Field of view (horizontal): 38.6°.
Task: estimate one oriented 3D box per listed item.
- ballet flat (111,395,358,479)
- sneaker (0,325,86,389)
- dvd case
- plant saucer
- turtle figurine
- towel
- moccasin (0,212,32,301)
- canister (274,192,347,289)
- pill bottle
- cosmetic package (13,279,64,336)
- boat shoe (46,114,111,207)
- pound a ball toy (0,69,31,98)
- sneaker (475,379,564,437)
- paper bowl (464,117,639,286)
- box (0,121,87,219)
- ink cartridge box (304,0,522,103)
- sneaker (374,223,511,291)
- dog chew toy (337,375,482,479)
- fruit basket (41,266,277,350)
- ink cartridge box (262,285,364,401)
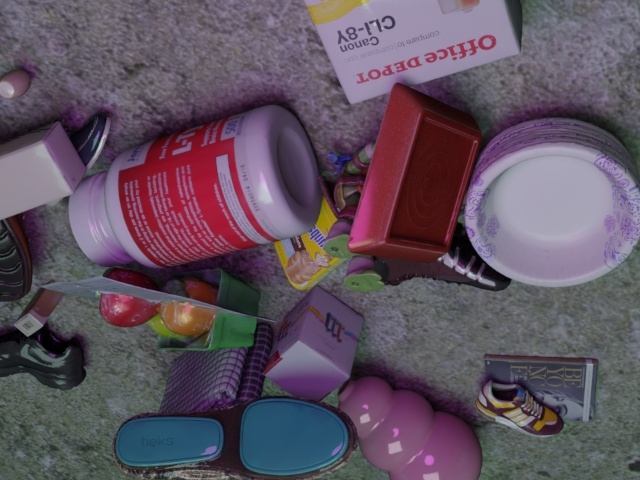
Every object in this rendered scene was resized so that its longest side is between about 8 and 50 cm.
[{"bbox_3d":[-0.147,0.386,1.719,0.483,0.164,0.182,-6,153,16],"label":"ballet flat"},{"bbox_3d":[-0.659,0.238,2.027,0.286,0.109,0.130,9,122,-6],"label":"sneaker"},{"bbox_3d":[0.448,0.303,1.869,0.221,0.018,0.164,1,126,12],"label":"dvd case"},{"bbox_3d":[0.161,-0.090,1.419,0.048,0.258,0.259,20,97,35],"label":"plant saucer"},{"bbox_3d":[0.119,-0.059,1.503,0.275,0.266,0.197,17,143,1],"label":"turtle figurine"},{"bbox_3d":[-0.217,0.311,1.890,0.121,0.235,0.284,34,126,-20],"label":"towel"},{"bbox_3d":[-0.652,-0.049,1.787,0.139,0.147,0.380,-13,120,4],"label":"moccasin"},{"bbox_3d":[0.000,0.000,1.679,0.073,0.126,0.170,0,148,-46],"label":"canister"},{"bbox_3d":[-0.223,-0.078,1.599,0.408,0.229,0.229,-14,122,21],"label":"pill bottle"},{"bbox_3d":[-0.588,0.141,1.918,0.060,0.115,0.041,-32,113,29],"label":"cosmetic package"},{"bbox_3d":[-0.470,-0.156,1.687,0.079,0.095,0.254,31,137,-25],"label":"boat shoe"},{"bbox_3d":[-0.690,-0.287,1.557,0.319,0.135,0.208,-20,112,5],"label":"pound a ball toy"},{"bbox_3d":[0.411,0.339,1.849,0.186,0.069,0.084,16,134,0],"label":"sneaker"},{"bbox_3d":[0.385,-0.073,1.519,0.284,0.148,0.284,6,128,8],"label":"paper bowl"},{"bbox_3d":[-0.562,-0.104,1.606,0.275,0.094,0.113,-17,118,13],"label":"box"},{"bbox_3d":[0.107,-0.423,1.310,0.279,0.160,0.384,-13,123,22],"label":"ink cartridge box"},{"bbox_3d":[0.201,0.043,1.689,0.281,0.106,0.162,29,133,4],"label":"sneaker"},{"bbox_3d":[0.175,0.406,1.904,0.332,0.206,0.206,39,125,-6],"label":"dog chew toy"},{"bbox_3d":[-0.303,0.105,1.716,0.353,0.165,0.327,23,163,-30],"label":"fruit basket"},{"bbox_3d":[-0.011,0.207,1.801,0.127,0.176,0.128,36,125,-12],"label":"ink cartridge box"}]
